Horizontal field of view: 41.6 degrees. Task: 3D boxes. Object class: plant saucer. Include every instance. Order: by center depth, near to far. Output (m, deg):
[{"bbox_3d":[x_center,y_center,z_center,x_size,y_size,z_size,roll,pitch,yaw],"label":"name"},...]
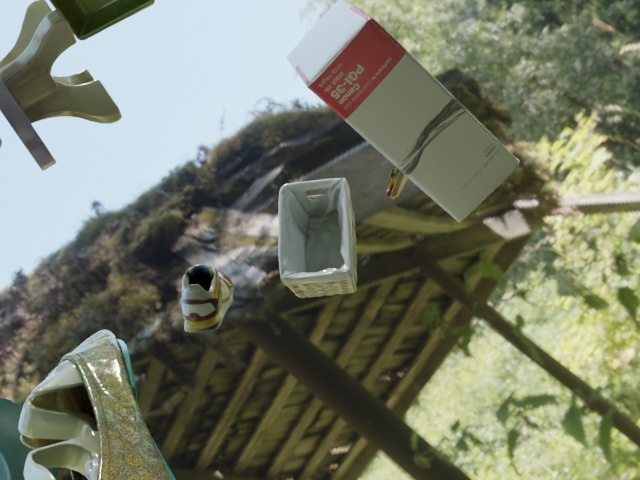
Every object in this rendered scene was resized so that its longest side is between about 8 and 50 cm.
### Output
[{"bbox_3d":[-0.421,0.298,1.063,0.195,0.195,0.037,-55,-18,11],"label":"plant saucer"},{"bbox_3d":[-0.351,-0.416,1.264,0.188,0.188,0.045,56,-137,-26],"label":"plant saucer"}]

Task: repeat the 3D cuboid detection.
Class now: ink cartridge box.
[{"bbox_3d":[0.106,-0.176,1.123,0.117,0.283,0.207,-47,22,10],"label":"ink cartridge box"}]

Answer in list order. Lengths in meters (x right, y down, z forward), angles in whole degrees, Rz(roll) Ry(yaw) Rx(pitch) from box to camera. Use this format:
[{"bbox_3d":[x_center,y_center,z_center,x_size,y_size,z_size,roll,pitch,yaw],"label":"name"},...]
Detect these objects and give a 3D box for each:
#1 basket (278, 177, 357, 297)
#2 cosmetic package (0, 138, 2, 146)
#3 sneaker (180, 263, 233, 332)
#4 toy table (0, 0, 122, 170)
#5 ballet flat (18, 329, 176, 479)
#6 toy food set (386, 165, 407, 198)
[{"bbox_3d":[0.000,0.000,1.329,0.103,0.113,0.167,62,-156,-65],"label":"basket"},{"bbox_3d":[-0.693,-0.105,1.098,0.394,0.327,0.329,20,-77,-39],"label":"cosmetic package"},{"bbox_3d":[-0.169,0.066,1.268,0.185,0.070,0.083,-96,4,-69],"label":"sneaker"},{"bbox_3d":[-0.455,-0.262,1.355,0.161,0.274,0.252,-33,-2,-12],"label":"toy table"},{"bbox_3d":[-0.205,0.179,0.741,0.123,0.348,0.123,-11,-61,-21],"label":"ballet flat"},{"bbox_3d":[0.124,-0.104,1.303,0.083,0.020,0.082,-56,-14,-45],"label":"toy food set"}]
